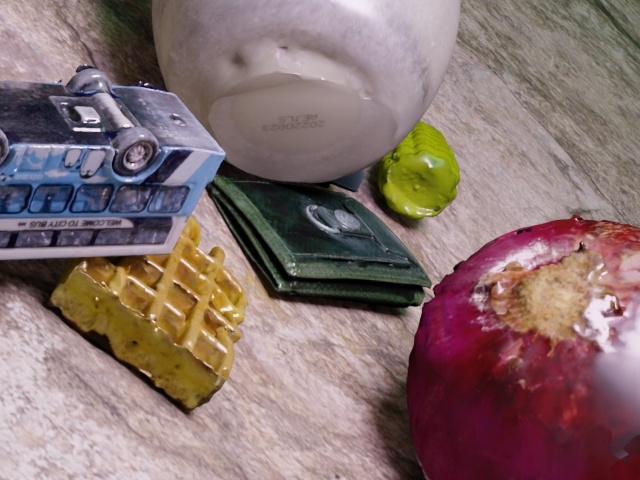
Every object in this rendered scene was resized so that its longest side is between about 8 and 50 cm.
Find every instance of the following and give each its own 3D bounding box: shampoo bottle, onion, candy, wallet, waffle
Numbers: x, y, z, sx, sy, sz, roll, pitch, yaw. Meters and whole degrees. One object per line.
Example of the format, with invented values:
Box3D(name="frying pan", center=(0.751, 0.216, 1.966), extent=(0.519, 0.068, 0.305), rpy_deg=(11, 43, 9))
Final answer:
Box3D(name="shampoo bottle", center=(-0.016, -0.234, 1.798), extent=(0.322, 0.322, 0.317), rpy_deg=(34, 37, -22))
Box3D(name="onion", center=(0.257, 0.176, 1.652), extent=(0.385, 0.348, 0.347), rpy_deg=(71, -1, -46))
Box3D(name="candy", center=(0.115, -0.095, 2.067), extent=(0.097, 0.097, 0.209), rpy_deg=(39, 16, -12))
Box3D(name="wallet", center=(0.001, -0.002, 1.786), extent=(0.236, 0.055, 0.160), rpy_deg=(10, 34, -51))
Box3D(name="waffle", center=(-0.136, 0.038, 1.496), extent=(0.160, 0.055, 0.211), rpy_deg=(39, 24, -11))

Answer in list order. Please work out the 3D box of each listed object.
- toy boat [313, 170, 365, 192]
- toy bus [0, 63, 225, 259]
Box3D(name="toy boat", center=(-0.002, -0.107, 1.942), extent=(0.055, 0.060, 0.141), rpy_deg=(20, 26, -41))
Box3D(name="toy bus", center=(-0.227, -0.058, 1.343), extent=(0.297, 0.131, 0.106), rpy_deg=(-2, 40, -41))
